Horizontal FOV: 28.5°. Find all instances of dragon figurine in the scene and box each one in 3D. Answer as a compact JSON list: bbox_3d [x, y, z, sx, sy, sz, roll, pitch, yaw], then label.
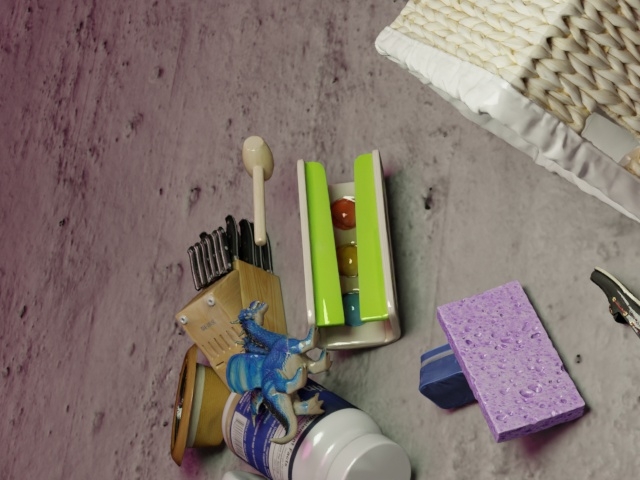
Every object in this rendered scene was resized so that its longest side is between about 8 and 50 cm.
[{"bbox_3d":[-0.071,0.191,1.696,0.144,0.085,0.289,-12,37,20],"label":"dragon figurine"}]

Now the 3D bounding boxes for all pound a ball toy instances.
[{"bbox_3d":[0.000,0.000,1.855,0.208,0.136,0.319,-7,62,4],"label":"pound a ball toy"}]

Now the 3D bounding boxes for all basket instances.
[{"bbox_3d":[0.305,-0.219,1.488,0.266,0.328,0.331,-56,29,8],"label":"basket"}]

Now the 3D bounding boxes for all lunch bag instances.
[{"bbox_3d":[0.176,0.174,1.670,0.098,0.067,0.065,-25,40,34],"label":"lunch bag"}]

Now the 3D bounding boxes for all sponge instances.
[{"bbox_3d":[0.237,0.150,1.598,0.117,0.031,0.210,-17,51,-8],"label":"sponge"}]

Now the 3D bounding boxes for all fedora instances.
[{"bbox_3d":[-0.183,0.259,1.968,0.194,0.079,0.194,-171,90,-80],"label":"fedora"}]

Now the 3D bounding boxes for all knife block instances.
[{"bbox_3d":[-0.110,0.102,2.001,0.088,0.242,0.276,-32,97,33],"label":"knife block"}]

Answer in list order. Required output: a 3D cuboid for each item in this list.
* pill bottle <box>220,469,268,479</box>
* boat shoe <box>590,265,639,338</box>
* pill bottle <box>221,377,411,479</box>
[{"bbox_3d":[-0.112,0.479,1.758,0.160,0.160,0.283,21,88,48],"label":"pill bottle"},{"bbox_3d":[0.368,0.080,1.531,0.042,0.049,0.133,-47,49,8],"label":"boat shoe"},{"bbox_3d":[-0.007,0.284,1.745,0.264,0.153,0.153,26,91,48],"label":"pill bottle"}]
